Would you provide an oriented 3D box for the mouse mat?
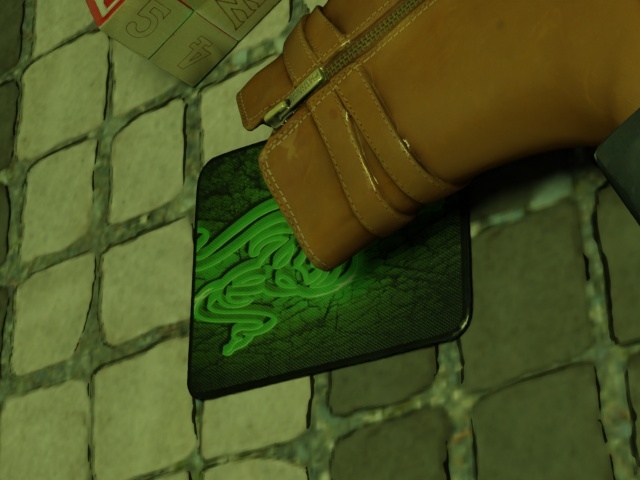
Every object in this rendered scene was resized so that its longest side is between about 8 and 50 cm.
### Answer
[{"bbox_3d":[0.000,0.000,0.766,0.189,0.007,0.153,-18,60,34],"label":"mouse mat"}]

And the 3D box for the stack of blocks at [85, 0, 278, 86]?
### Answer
[{"bbox_3d":[-0.034,-0.262,0.858,0.297,0.087,0.171,-43,49,16],"label":"stack of blocks"}]

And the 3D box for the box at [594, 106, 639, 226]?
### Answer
[{"bbox_3d":[0.255,0.077,0.316,0.183,0.296,0.294,-42,49,17],"label":"box"}]

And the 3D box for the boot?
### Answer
[{"bbox_3d":[0.071,-0.058,0.655,0.220,0.109,0.283,-40,49,16],"label":"boot"}]
